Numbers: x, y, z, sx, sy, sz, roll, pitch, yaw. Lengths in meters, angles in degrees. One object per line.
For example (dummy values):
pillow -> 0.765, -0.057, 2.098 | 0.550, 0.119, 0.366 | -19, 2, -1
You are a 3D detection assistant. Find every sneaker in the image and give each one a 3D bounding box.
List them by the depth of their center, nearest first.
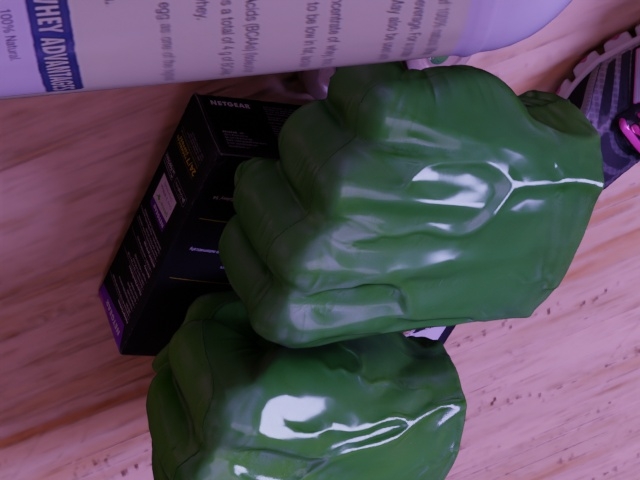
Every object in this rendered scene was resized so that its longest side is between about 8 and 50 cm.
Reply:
sneaker -> 0.181, -0.071, 0.916 | 0.170, 0.075, 0.063 | -38, 135, 8

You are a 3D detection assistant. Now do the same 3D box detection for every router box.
router box -> 0.000, 0.000, 0.899 | 0.179, 0.046, 0.133 | 5, 133, -30

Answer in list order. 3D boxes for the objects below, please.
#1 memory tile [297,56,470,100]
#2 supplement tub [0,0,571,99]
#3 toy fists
memory tile -> 0.021, -0.112, 0.843 | 0.113, 0.012, 0.148 | -45, 133, 15
supplement tub -> -0.041, -0.165, 0.567 | 0.325, 0.235, 0.235 | -6, 132, -4
toy fists -> 0.006, 0.035, 0.833 | 0.142, 0.096, 0.279 | -4, 136, -35
